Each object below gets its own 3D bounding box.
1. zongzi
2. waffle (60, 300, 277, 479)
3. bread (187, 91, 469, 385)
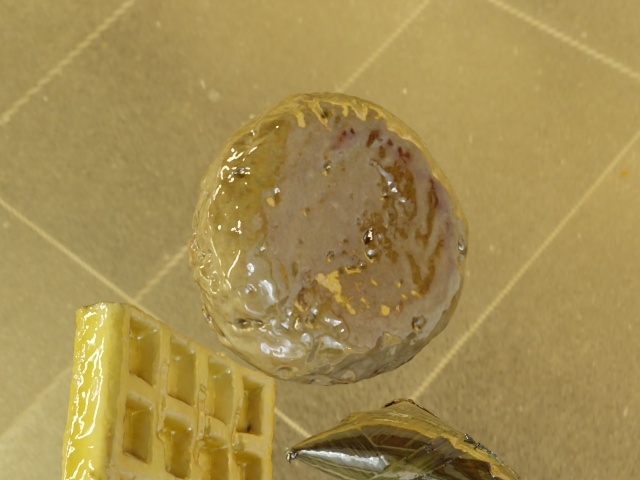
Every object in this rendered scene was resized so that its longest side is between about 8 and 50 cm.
[{"bbox_3d":[0.109,0.277,1.554,0.221,0.242,0.112,24,104,35],"label":"zongzi"},{"bbox_3d":[-0.121,0.192,1.097,0.055,0.248,0.221,-15,59,28],"label":"waffle"},{"bbox_3d":[0.000,0.000,0.993,0.230,0.123,0.230,5,81,-30],"label":"bread"}]
